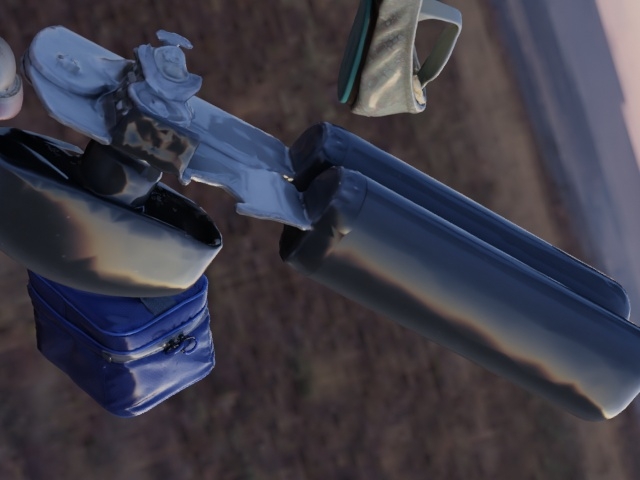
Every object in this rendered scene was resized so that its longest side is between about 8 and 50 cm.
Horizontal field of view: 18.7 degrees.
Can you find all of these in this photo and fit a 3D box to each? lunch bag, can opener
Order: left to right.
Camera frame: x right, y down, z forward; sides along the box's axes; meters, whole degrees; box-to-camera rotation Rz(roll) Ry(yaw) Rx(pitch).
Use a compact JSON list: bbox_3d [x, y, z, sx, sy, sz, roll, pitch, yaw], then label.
[{"bbox_3d":[-0.097,0.034,0.948,0.098,0.067,0.065,32,-39,38],"label":"lunch bag"},{"bbox_3d":[0.000,0.000,0.745,0.280,0.093,0.074,23,25,-21],"label":"can opener"}]

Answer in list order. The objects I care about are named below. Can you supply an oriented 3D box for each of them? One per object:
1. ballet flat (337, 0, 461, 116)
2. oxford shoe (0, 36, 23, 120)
[{"bbox_3d":[0.045,-0.122,0.931,0.168,0.052,0.057,104,-8,-55],"label":"ballet flat"},{"bbox_3d":[-0.259,-0.140,1.177,0.348,0.123,0.130,-10,105,-81],"label":"oxford shoe"}]
